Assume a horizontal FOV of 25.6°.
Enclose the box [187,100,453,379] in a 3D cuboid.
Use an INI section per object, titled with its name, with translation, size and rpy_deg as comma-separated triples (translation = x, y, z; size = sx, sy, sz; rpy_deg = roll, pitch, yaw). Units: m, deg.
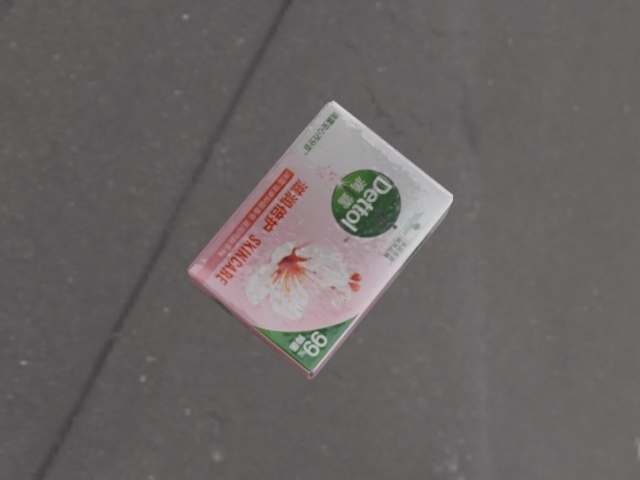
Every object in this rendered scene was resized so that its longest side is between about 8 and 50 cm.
[box]
translation = 0.000, 0.000, 0.759
size = 0.125, 0.089, 0.043
rpy_deg = -52, 174, -8
